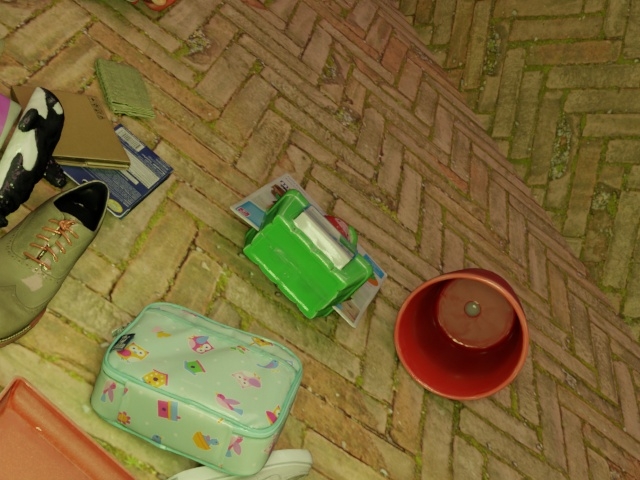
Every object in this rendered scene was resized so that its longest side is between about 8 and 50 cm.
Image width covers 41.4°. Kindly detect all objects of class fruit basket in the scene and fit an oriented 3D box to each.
[{"bbox_3d":[0.000,0.000,1.717,0.327,0.165,0.353,46,27,1],"label":"fruit basket"}]

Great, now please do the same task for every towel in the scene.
[{"bbox_3d":[-0.401,-0.309,1.729,0.110,0.027,0.148,8,47,-45],"label":"towel"}]

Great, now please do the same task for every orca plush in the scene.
[{"bbox_3d":[-0.439,-0.113,1.310,0.102,0.151,0.287,25,37,-20],"label":"orca plush"}]

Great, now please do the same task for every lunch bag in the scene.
[{"bbox_3d":[-0.175,0.199,1.225,0.279,0.108,0.224,23,30,5],"label":"lunch bag"}]

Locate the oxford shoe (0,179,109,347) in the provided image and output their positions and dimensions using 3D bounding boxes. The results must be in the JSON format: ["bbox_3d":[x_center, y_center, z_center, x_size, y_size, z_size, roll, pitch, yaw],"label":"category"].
[{"bbox_3d":[-0.408,0.014,1.219,0.123,0.130,0.348,37,31,-15],"label":"oxford shoe"}]

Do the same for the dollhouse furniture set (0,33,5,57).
[{"bbox_3d":[-0.602,-0.312,1.388,0.144,0.151,0.123,22,56,-34],"label":"dollhouse furniture set"}]

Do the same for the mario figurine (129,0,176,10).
[{"bbox_3d":[-0.433,-0.630,1.930,0.320,0.170,0.198,-10,95,-47],"label":"mario figurine"}]

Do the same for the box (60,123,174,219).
[{"bbox_3d":[-0.369,-0.121,1.527,0.136,0.036,0.225,41,30,-6],"label":"box"}]

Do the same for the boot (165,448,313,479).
[{"bbox_3d":[-0.101,0.380,1.213,0.258,0.095,0.123,-1,59,-41],"label":"boot"}]

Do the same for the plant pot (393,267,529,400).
[{"bbox_3d":[0.316,0.176,1.819,0.275,0.275,0.243,48,20,4],"label":"plant pot"}]

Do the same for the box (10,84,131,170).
[{"bbox_3d":[-0.443,-0.200,1.497,0.164,0.021,0.201,1,43,-40],"label":"box"}]

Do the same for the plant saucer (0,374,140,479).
[{"bbox_3d":[-0.330,0.328,0.984,0.259,0.048,0.258,48,28,-17],"label":"plant saucer"}]

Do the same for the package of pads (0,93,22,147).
[{"bbox_3d":[-0.592,-0.159,1.233,0.229,0.101,0.296,31,32,-24],"label":"package of pads"}]
